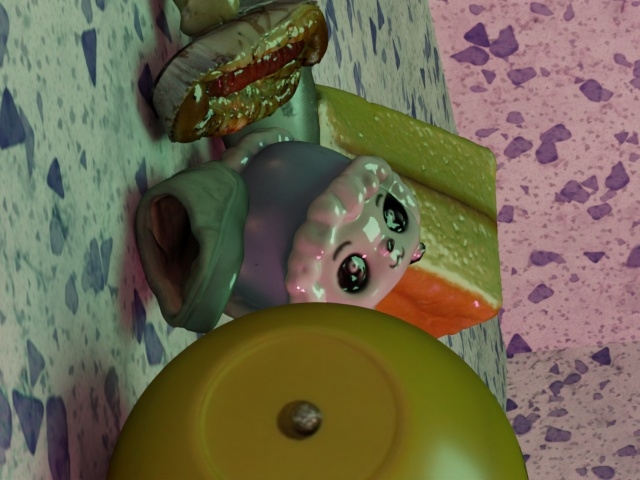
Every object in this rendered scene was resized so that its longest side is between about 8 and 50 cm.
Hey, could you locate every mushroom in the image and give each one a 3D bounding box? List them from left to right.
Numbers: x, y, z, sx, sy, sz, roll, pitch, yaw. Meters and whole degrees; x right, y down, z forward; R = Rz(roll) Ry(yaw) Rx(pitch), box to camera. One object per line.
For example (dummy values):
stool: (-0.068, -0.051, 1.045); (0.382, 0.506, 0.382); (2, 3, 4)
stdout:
mushroom: (-0.116, -0.324, 1.965); (0.099, 0.096, 0.278); (57, 33, -60)

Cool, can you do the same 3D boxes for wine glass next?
wine glass: (-0.061, -0.157, 2.083); (0.111, 0.111, 0.204); (-64, 146, -70)

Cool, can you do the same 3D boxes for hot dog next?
hot dog: (-0.078, -0.162, 1.915); (0.253, 0.069, 0.131); (-33, 153, -53)

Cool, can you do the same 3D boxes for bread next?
bread: (0.031, -0.032, 2.401); (0.362, 0.245, 0.233); (24, 55, -38)

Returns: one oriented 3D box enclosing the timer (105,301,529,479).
timer: (0.003, 0.239, 1.593); (0.387, 0.376, 0.376); (85, 5, -56)

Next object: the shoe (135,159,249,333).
shoe: (-0.123, -0.008, 1.771); (0.100, 0.103, 0.251); (31, 19, -19)

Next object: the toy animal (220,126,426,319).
toy animal: (-0.010, -0.017, 1.960); (0.208, 0.204, 0.156); (-51, 141, -30)
